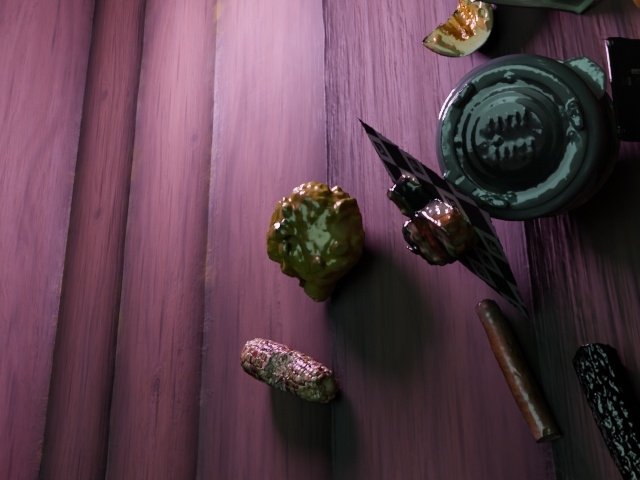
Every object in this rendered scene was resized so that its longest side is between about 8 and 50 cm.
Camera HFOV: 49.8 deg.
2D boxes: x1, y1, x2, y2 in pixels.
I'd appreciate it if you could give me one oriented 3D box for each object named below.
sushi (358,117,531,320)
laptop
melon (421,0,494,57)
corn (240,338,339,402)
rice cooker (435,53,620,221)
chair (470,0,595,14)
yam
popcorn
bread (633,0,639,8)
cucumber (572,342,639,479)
[{"bbox_3d":[0.188,-0.015,1.181,0.068,0.320,0.339,-40,45,-5],"label":"sushi"},{"bbox_3d":[0.509,-0.232,1.058,0.016,0.129,0.180,91,180,-73],"label":"laptop"},{"bbox_3d":[0.296,-0.427,1.393,0.160,0.079,0.128,-46,65,27],"label":"melon"},{"bbox_3d":[-0.073,0.290,1.534,0.289,0.098,0.098,13,86,49],"label":"corn"},{"bbox_3d":[0.328,-0.158,1.097,0.264,0.316,0.317,43,112,15],"label":"rice cooker"},{"bbox_3d":[0.409,-0.524,1.209,0.190,0.274,0.204,128,140,-57],"label":"chair"},{"bbox_3d":[0.324,0.209,1.154,0.046,0.046,0.264,-42,51,31],"label":"yam"},{"bbox_3d":[0.000,0.000,1.508,0.233,0.192,0.266,18,115,35],"label":"popcorn"},{"bbox_3d":[0.577,-0.430,1.044,0.213,0.104,0.214,-9,74,36],"label":"bread"},{"bbox_3d":[0.443,0.288,0.973,0.072,0.072,0.300,-38,51,34],"label":"cucumber"}]
